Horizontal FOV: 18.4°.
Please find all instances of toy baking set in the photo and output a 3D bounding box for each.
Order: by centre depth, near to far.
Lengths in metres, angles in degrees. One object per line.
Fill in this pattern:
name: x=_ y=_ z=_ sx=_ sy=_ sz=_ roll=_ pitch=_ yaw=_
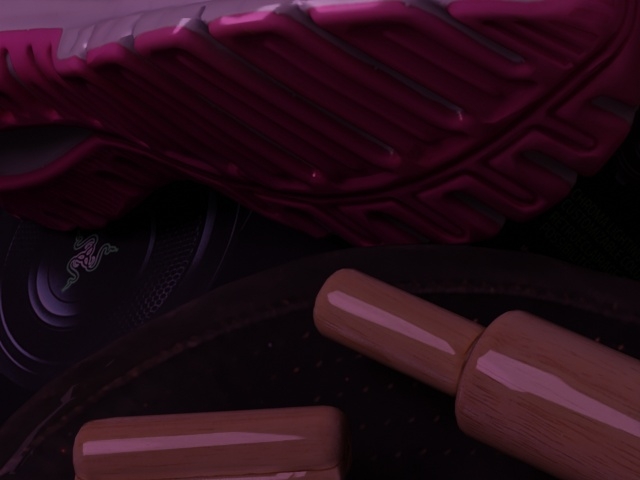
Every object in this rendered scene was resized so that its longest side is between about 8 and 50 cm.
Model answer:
toy baking set: x=0.046 y=0.114 z=0.374 sx=0.256 sy=0.030 sz=0.197 roll=19 pitch=68 yaw=22

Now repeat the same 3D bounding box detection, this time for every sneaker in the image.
sneaker: x=-0.022 y=-0.069 z=0.501 sx=0.252 sy=0.103 sz=0.111 roll=5 pitch=66 yaw=43

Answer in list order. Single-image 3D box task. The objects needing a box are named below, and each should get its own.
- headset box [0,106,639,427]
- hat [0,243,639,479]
headset box: x=0.000 y=0.000 z=0.610 sx=0.283 sy=0.131 sz=0.246 roll=-46 pitch=40 yaw=5
hat: x=0.026 y=0.173 z=0.431 sx=0.331 sy=0.134 sz=0.331 roll=-2 pitch=58 yaw=4
